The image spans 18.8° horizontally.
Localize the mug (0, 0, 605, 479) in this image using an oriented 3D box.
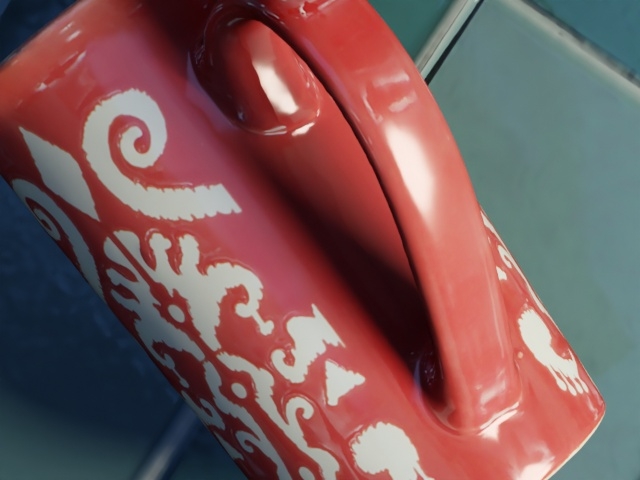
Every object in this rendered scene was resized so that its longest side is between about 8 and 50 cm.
[{"bbox_3d":[-0.008,0.005,0.515,0.113,0.150,0.169,-35,92,4],"label":"mug"}]
